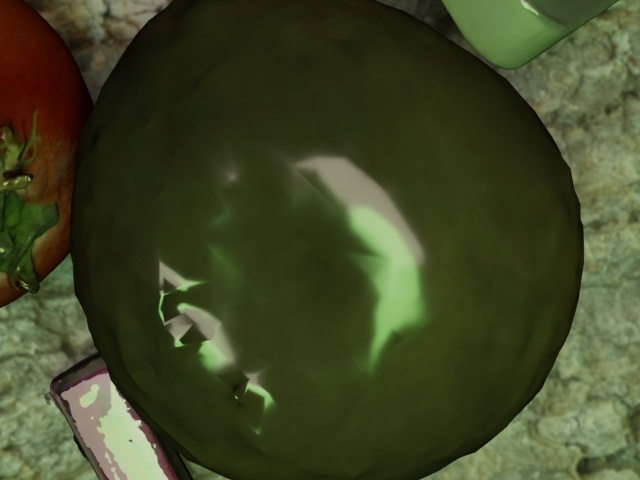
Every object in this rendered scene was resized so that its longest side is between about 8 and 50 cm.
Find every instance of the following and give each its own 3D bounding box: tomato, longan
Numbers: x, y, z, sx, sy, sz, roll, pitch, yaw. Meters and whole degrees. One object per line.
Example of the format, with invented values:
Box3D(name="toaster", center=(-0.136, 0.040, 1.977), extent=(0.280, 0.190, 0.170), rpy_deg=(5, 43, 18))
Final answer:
Box3D(name="tomato", center=(-0.358, -0.087, 0.956), extent=(0.322, 0.321, 0.321), rpy_deg=(0, 93, -3))
Box3D(name="longan", center=(0.000, 0.010, 0.911), extent=(0.436, 0.404, 0.404), rpy_deg=(32, 91, -24))

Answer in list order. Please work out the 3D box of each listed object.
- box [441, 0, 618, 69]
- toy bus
Box3D(name="box", center=(0.156, -0.357, 0.957), extent=(0.373, 0.090, 0.367), rpy_deg=(-35, 93, -44))
Box3D(name="toy bus", center=(-0.166, 0.239, 1.064), extent=(0.090, 0.112, 0.274), rpy_deg=(-29, 94, -8))
